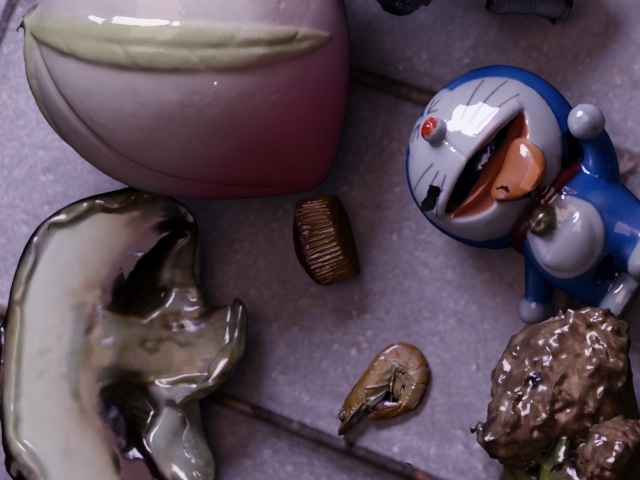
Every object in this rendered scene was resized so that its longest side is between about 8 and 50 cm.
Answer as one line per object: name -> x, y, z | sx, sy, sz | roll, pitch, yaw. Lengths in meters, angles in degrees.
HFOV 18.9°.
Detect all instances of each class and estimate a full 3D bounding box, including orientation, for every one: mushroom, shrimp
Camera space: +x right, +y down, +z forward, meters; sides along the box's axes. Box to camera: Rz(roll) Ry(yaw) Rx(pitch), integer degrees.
mushroom -> -0.181, 0.125, 1.803 | 0.247, 0.130, 0.344 | -13, 76, 1
shrimp -> 0.059, 0.143, 1.760 | 0.059, 0.023, 0.108 | 35, 94, 14

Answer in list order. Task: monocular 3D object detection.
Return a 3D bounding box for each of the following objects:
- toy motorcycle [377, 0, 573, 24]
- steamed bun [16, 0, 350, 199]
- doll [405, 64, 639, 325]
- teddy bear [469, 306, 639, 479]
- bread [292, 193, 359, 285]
toy motorcycle -> 0.142, -0.270, 1.709 | 0.207, 0.401, 0.134 | -107, 31, -43
steamed bun -> -0.097, -0.156, 1.742 | 0.309, 0.309, 0.309 | -4, 79, 20
doll -> 0.187, -0.035, 1.677 | 0.257, 0.161, 0.215 | 38, 119, 19
teddy bear -> 0.197, 0.218, 1.587 | 0.222, 0.246, 0.296 | 36, 64, 4
bread -> 0.000, 0.000, 1.776 | 0.053, 0.085, 0.085 | -16, 75, 11
